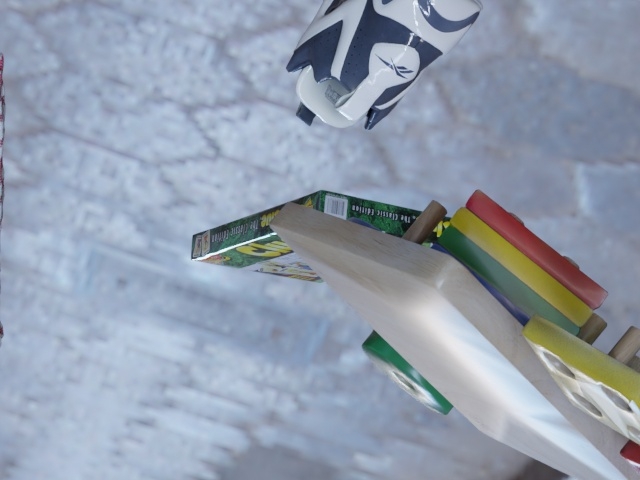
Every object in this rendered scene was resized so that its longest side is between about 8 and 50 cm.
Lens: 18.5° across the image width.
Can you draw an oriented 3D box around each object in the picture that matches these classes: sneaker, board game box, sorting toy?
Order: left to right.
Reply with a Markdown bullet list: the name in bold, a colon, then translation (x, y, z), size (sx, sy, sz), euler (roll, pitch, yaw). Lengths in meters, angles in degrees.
- **board game box**: translation (0.000, 0.000, 1.684), size (0.136, 0.030, 0.259), euler (13, 167, -24)
- **sneaker**: translation (0.025, -0.160, 1.441), size (0.094, 0.153, 0.235), euler (33, -166, -30)
- **sorting toy**: translation (0.067, 0.030, 0.689), size (0.132, 0.046, 0.274), euler (44, 170, -24)

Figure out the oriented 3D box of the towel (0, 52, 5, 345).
- **towel**: translation (-0.250, -0.028, 1.127), size (0.144, 0.029, 0.197), euler (8, 121, 4)
